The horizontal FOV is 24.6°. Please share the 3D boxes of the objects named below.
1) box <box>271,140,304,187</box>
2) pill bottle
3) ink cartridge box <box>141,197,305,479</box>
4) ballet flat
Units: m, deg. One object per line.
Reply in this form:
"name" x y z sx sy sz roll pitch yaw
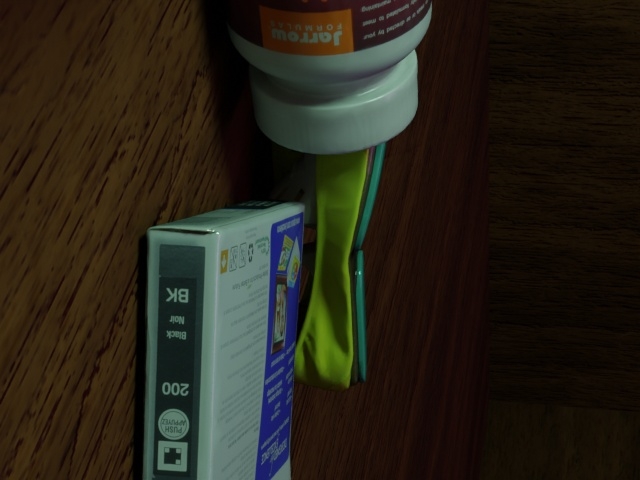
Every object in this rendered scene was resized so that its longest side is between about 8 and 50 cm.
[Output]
"box" -0.006 -0.104 1.014 0.105 0.043 0.179 -67 160 -59
"pill bottle" 0.002 -0.166 0.822 0.121 0.121 0.221 -73 163 -50
"ink cartridge box" -0.052 0.086 0.825 0.206 0.045 0.208 -25 117 -78
"ballet flat" 0.000 0.000 0.970 0.077 0.077 0.231 -82 177 -62
